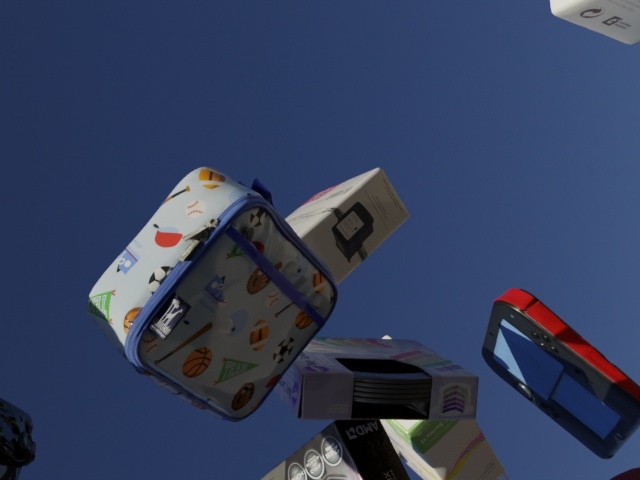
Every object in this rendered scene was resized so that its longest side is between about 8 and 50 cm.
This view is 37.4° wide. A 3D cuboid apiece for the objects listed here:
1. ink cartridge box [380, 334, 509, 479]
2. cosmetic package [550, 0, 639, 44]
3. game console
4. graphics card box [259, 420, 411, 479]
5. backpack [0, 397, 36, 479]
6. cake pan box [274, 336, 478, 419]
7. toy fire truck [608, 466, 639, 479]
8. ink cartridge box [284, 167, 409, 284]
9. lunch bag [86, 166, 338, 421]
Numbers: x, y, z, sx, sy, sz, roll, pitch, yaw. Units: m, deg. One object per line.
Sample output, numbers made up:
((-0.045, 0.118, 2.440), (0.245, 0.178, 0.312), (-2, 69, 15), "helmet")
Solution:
((0.203, 0.357, 1.732), (0.119, 0.207, 0.353), (-42, -51, -11), "ink cartridge box")
((0.443, -0.399, 0.942), (0.161, 0.453, 0.230), (7, -107, -38), "cosmetic package")
((0.468, 0.271, 1.856), (0.060, 0.342, 0.387), (-41, -22, -14), "game console")
((0.067, 0.456, 1.340), (0.094, 0.233, 0.371), (-6, -119, -43), "graphics card box")
((-0.498, 0.188, 0.935), (0.356, 0.273, 0.290), (58, -167, -28), "backpack")
((0.061, 0.190, 1.319), (0.245, 0.267, 0.070), (1, -85, -13), "cake pan box")
((0.298, 0.309, 0.708), (0.302, 0.254, 0.169), (-37, -76, -26), "toy fire truck")
((0.000, 0.000, 1.485), (0.237, 0.172, 0.100), (-41, -76, -41), "ink cartridge box")
((-0.108, 0.063, 1.080), (0.243, 0.115, 0.303), (-49, -34, -8), "lunch bag")
